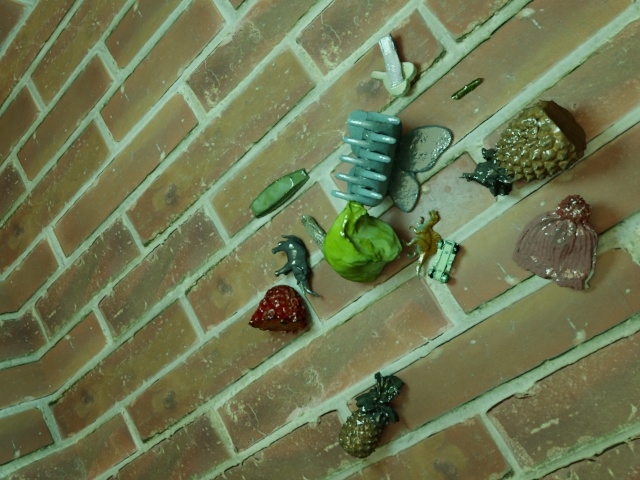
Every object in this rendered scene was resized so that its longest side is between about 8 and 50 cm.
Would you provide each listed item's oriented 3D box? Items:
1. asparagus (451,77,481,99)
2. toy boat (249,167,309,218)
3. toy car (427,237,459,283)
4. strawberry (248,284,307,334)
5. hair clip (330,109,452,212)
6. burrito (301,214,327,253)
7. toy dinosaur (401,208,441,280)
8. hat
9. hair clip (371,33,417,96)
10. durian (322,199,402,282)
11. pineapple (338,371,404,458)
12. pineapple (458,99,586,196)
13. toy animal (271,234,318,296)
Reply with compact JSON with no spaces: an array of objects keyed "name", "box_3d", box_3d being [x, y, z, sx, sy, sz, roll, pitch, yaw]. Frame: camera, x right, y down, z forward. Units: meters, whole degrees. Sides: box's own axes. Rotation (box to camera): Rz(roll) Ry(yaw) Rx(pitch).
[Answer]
[{"name":"asparagus","box_3d":[0.477,-0.494,1.679,0.108,0.021,0.025,-32,82,24]},{"name":"toy boat","box_3d":[-0.172,-0.185,2.012,0.293,0.055,0.093,-34,79,25]},{"name":"toy car","box_3d":[0.411,0.068,1.716,0.073,0.054,0.143,20,102,24]},{"name":"strawberry","box_3d":[-0.160,0.252,1.950,0.234,0.234,0.177,-12,66,28]},{"name":"hair clip","box_3d":[0.189,-0.269,1.722,0.392,0.238,0.318,20,103,25]},{"name":"burrito","box_3d":[0.002,-0.002,1.929,0.063,0.058,0.229,-44,75,17]},{"name":"toy dinosaur","box_3d":[0.357,0.014,1.754,0.142,0.057,0.212,-20,94,7]},{"name":"hat","box_3d":[0.713,-0.006,1.522,0.237,0.107,0.286,22,125,25]},{"name":"hair clip","box_3d":[0.244,-0.589,1.773,0.159,0.071,0.218,-21,76,33]},{"name":"durian","box_3d":[0.127,0.032,1.728,0.256,0.204,0.339,22,144,-10]},{"name":"pineapple","box_3d":[0.188,0.613,1.816,0.170,0.141,0.309,31,98,28]},{"name":"pineapple","box_3d":[0.585,-0.242,1.545,0.357,0.223,0.222,-38,74,43]},{"name":"toy animal","box_3d":[-0.102,0.104,1.970,0.137,0.082,0.269,-21,81,28]}]
